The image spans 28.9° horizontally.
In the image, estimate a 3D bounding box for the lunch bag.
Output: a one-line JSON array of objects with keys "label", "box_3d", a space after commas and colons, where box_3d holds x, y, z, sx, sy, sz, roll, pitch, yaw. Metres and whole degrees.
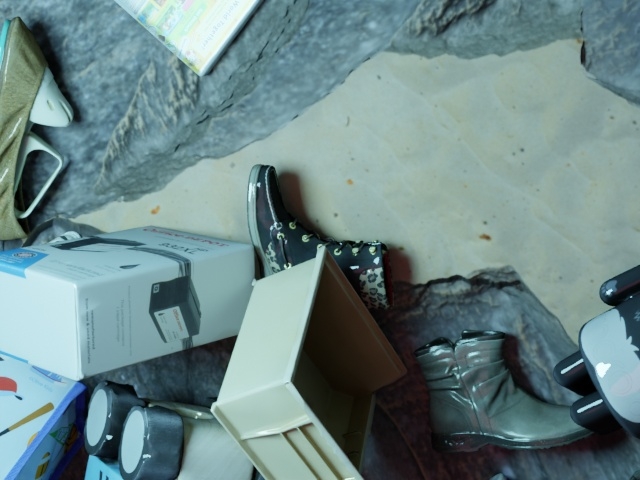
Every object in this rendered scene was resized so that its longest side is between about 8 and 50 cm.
[{"label": "lunch bag", "box_3d": [-0.572, 0.322, 1.795, 0.328, 0.385, 0.239, 26, 148, 10]}]

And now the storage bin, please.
[{"label": "storage bin", "box_3d": [-0.001, 0.199, 1.618, 0.123, 0.262, 0.260, -21, 120, 24]}]

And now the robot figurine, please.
[{"label": "robot figurine", "box_3d": [0.439, 0.144, 1.562, 0.278, 0.173, 0.209, -32, 96, 21]}]

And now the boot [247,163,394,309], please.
[{"label": "boot", "box_3d": [0.001, 0.000, 1.711, 0.179, 0.085, 0.236, -6, 106, 16]}]

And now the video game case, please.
[{"label": "video game case", "box_3d": [-0.172, -0.378, 1.714, 0.206, 0.026, 0.227, 42, 109, 5]}]

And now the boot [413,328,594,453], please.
[{"label": "boot", "box_3d": [0.251, 0.198, 1.681, 0.247, 0.083, 0.161, -7, 94, 17]}]

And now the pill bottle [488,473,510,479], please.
[{"label": "pill bottle", "box_3d": [0.272, 0.395, 1.714, 0.137, 0.078, 0.078, 45, 110, 3]}]

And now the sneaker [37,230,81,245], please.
[{"label": "sneaker", "box_3d": [-0.410, 0.020, 1.863, 0.109, 0.044, 0.040, -31, 93, 22]}]

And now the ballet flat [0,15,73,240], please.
[{"label": "ballet flat", "box_3d": [-0.430, -0.150, 1.807, 0.124, 0.116, 0.342, 15, 107, -7]}]

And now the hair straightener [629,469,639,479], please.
[{"label": "hair straightener", "box_3d": [0.514, 0.348, 1.645, 0.231, 0.047, 0.089, 0, 101, 17]}]

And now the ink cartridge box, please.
[{"label": "ink cartridge box", "box_3d": [-0.269, 0.072, 1.660, 0.223, 0.307, 0.129, 10, 105, 41]}]

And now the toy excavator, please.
[{"label": "toy excavator", "box_3d": [-0.252, 0.430, 1.766, 0.222, 0.433, 0.445, 13, 89, -28]}]
